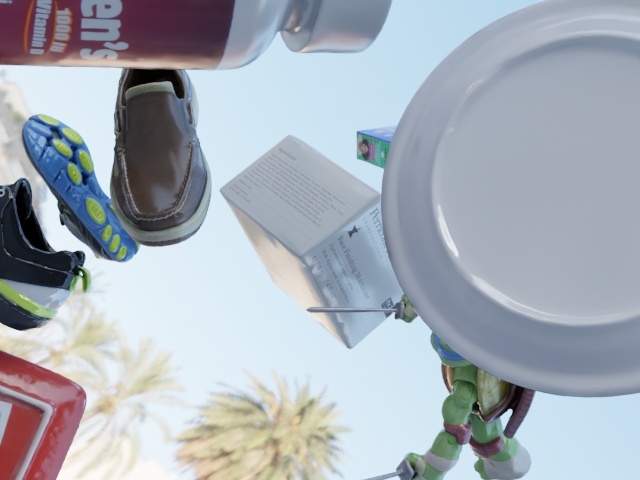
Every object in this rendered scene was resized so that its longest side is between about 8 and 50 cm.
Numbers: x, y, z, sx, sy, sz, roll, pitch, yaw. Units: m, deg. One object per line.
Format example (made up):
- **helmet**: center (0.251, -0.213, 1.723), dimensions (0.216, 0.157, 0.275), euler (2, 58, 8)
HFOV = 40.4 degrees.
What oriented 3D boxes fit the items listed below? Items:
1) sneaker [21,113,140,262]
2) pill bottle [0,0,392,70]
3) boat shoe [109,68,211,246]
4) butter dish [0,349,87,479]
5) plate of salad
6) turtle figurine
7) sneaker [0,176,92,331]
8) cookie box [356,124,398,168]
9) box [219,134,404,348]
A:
- **sneaker**: center (-0.273, -0.050, 0.957), dimensions (0.078, 0.067, 0.188), euler (-10, -60, 40)
- **pill bottle**: center (-0.084, -0.137, 0.387), dimensions (0.121, 0.221, 0.121), euler (178, -90, -72)
- **boat shoe**: center (-0.160, -0.104, 0.819), dimensions (0.257, 0.095, 0.095), euler (-106, -175, -48)
- **butter dish**: center (-0.307, 0.175, 0.755), dimensions (0.160, 0.160, 0.118), euler (25, -19, -15)
- **plate of salad**: center (0.127, -0.024, 0.420), dimensions (0.200, 0.200, 0.048), euler (49, 6, 25)
- **turtle figurine**: center (0.122, 0.162, 0.950), dimensions (0.266, 0.275, 0.198), euler (46, 12, -47)
- **sneaker**: center (-0.290, -0.025, 0.743), dimensions (0.235, 0.097, 0.084), euler (42, 1, 3)
- **cookie box**: center (0.109, -0.116, 1.085), dimensions (0.107, 0.092, 0.040), euler (29, -53, 59)
- **box**: center (0.000, 0.000, 1.041), dimensions (0.182, 0.119, 0.181), euler (38, -18, 43)
